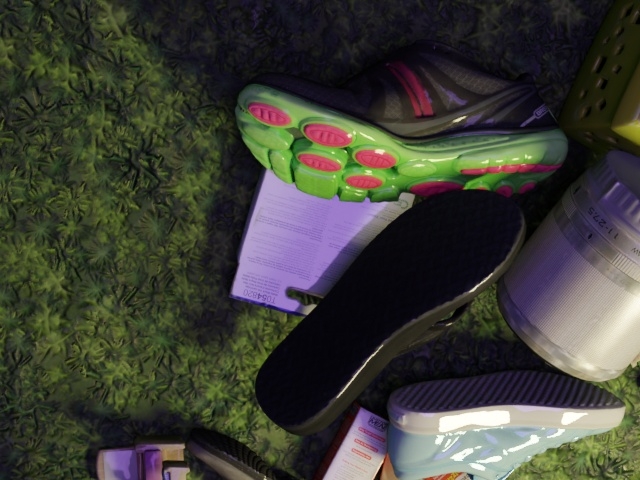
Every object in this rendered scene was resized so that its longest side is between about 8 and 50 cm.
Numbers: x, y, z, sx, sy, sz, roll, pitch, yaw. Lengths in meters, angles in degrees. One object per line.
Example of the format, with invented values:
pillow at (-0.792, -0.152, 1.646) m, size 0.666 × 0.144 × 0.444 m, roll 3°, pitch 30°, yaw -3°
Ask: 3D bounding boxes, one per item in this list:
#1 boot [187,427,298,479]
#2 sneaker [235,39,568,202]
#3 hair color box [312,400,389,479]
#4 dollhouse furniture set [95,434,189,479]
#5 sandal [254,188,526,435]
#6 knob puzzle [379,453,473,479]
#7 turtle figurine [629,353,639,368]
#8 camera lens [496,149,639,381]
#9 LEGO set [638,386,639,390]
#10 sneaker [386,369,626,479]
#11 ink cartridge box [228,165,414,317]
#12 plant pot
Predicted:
boot at (-0.118, 0.390, 1.842) m, size 0.246 × 0.083 × 0.161 m, roll 35°, pitch 95°, yaw -11°
sneaker at (0.105, -0.170, 1.774) m, size 0.482 × 0.185 × 0.202 m, roll 4°, pitch 61°, yaw -24°
hair color box at (0.051, 0.314, 1.880) m, size 0.072 × 0.043 × 0.141 m, roll 29°, pitch 91°, yaw -13°
dollhouse furniture set at (-0.261, 0.438, 1.704) m, size 0.198 × 0.303 × 0.286 m, roll -4°, pitch 97°, yaw -11°
sandal at (0.099, 0.095, 1.782) m, size 0.446 × 0.167 × 0.107 m, roll -41°, pitch 146°, yaw 7°
knob puzzle at (0.167, 0.374, 1.896) m, size 0.213 × 0.030 × 0.213 m, roll 3°, pitch 70°, yaw -9°
turtle figurine at (0.545, 0.078, 1.874) m, size 0.266 × 0.275 × 0.198 m, roll -40°, pitch 67°, yaw 0°
camera lens at (0.394, 0.041, 1.790) m, size 0.219 × 0.219 × 0.274 m, roll 29°, pitch 116°, yaw -12°
LEGO set at (0.590, 0.294, 1.988) m, size 0.182 × 0.060 × 0.244 m, roll -12°, pitch 107°, yaw -13°
sneaker at (0.264, 0.281, 1.880) m, size 0.365 × 0.135 × 0.150 m, roll 0°, pitch 111°, yaw -13°
ink cartridge box at (0.000, 0.000, 1.835) m, size 0.223 × 0.045 × 0.224 m, roll 17°, pitch 93°, yaw -12°
plant pot at (0.504, -0.208, 1.825) m, size 0.228 × 0.207 × 0.227 m, roll 25°, pitch 92°, yaw -11°
